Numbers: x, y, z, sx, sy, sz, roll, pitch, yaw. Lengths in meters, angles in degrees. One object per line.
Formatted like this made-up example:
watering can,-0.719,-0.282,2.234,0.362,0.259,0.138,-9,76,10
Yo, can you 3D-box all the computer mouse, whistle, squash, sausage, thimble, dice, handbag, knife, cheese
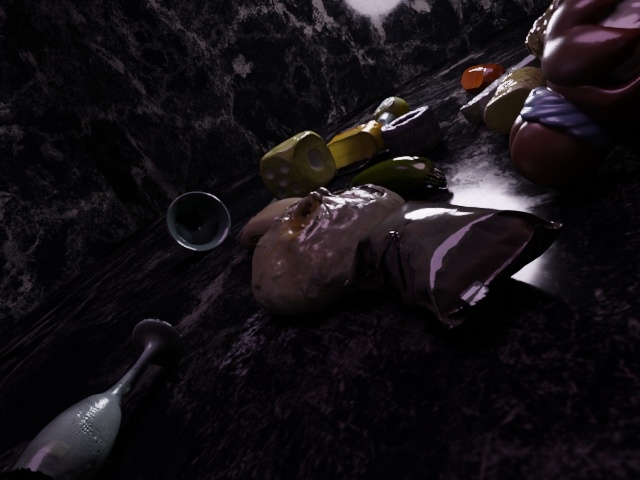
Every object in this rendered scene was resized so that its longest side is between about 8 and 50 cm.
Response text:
computer mouse,-0.114,-0.045,1.316,0.236,0.082,0.145,-13,24,45
whistle,0.230,-0.384,1.719,0.122,0.123,0.223,-17,33,39
squash,0.153,-0.133,1.124,0.071,0.080,0.318,5,-4,-33
sausage,0.480,-0.480,1.566,0.089,0.089,0.179,-34,18,-12
thimble,0.234,-0.270,1.346,0.150,0.098,0.150,-27,16,8
dice,-0.070,-0.224,1.621,0.169,0.169,0.166,-14,23,47
handbag,0.132,0.019,0.620,0.182,0.117,0.270,-42,18,-9
knife,0.123,-0.224,1.565,0.072,0.019,0.245,-43,17,-33
cheese,0.415,-0.297,1.102,0.123,0.094,0.167,-16,21,38

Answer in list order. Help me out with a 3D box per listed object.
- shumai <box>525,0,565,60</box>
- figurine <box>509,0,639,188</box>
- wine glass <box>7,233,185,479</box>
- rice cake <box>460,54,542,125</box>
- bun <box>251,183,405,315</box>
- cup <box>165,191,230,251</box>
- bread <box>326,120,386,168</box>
shumai,0.600,-0.571,1.199,0.266,0.263,0.314,-6,33,19
figurine,0.427,-0.207,0.608,0.276,0.248,0.388,-35,25,-26
wine glass,-0.299,0.163,0.726,0.096,0.265,0.310,11,26,8
rice cake,0.492,-0.397,1.313,0.364,0.073,0.056,-36,20,-20
bun,0.000,0.000,0.851,0.287,0.146,0.287,-30,14,8
cup,-0.402,-0.041,1.701,0.199,0.199,0.150,-38,0,-26
bread,0.112,-0.299,1.652,0.094,0.102,0.245,-42,18,-34
